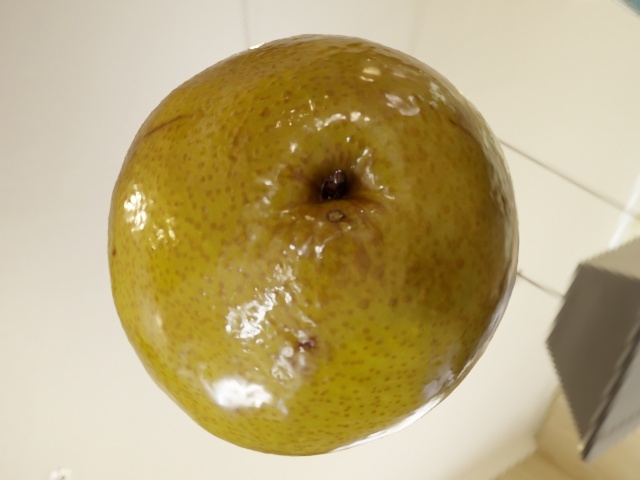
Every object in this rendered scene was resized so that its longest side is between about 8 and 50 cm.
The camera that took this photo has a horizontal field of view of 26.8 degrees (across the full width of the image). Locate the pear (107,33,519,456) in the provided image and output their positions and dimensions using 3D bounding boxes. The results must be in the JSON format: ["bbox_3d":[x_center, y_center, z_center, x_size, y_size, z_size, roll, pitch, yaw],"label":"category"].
[{"bbox_3d":[0.000,0.000,0.652,0.209,0.209,0.209,-39,-32,-31],"label":"pear"}]

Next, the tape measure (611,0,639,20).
[{"bbox_3d":[0.174,-0.156,0.602,0.081,0.146,0.125,23,-74,-34],"label":"tape measure"}]
